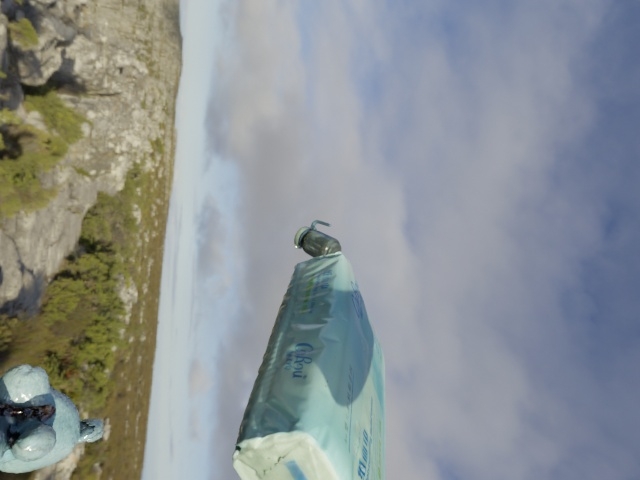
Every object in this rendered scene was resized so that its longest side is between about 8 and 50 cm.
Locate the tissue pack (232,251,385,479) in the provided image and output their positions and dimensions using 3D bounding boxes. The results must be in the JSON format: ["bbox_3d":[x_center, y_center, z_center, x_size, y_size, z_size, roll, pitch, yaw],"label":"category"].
[{"bbox_3d":[0.011,0.152,0.451,0.263,0.089,0.177,-77,148,-62],"label":"tissue pack"}]

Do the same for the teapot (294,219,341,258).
[{"bbox_3d":[-0.003,0.001,0.791,0.083,0.049,0.063,28,-72,33],"label":"teapot"}]

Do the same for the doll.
[{"bbox_3d":[-0.229,0.122,0.314,0.179,0.120,0.075,117,-13,-62],"label":"doll"}]
